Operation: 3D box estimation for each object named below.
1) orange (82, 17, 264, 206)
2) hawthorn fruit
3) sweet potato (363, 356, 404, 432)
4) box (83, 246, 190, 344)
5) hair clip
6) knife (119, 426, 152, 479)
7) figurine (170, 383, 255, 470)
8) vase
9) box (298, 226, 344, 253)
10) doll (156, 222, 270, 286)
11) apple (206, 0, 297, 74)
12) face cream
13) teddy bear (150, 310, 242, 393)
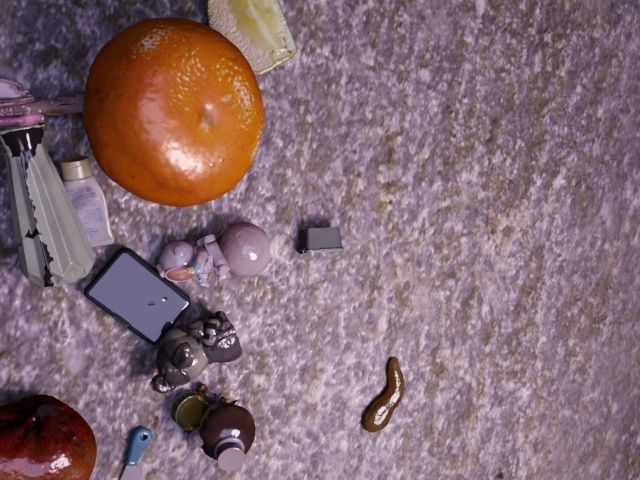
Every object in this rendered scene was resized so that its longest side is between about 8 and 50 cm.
[{"bbox_3d":[-0.337,-0.289,1.486,0.424,0.326,0.423,-7,102,-34],"label":"orange"},{"bbox_3d":[-0.675,0.504,1.474,0.295,0.295,0.311,38,104,-20],"label":"hawthorn fruit"},{"bbox_3d":[0.199,0.465,1.914,0.081,0.062,0.233,29,81,-20],"label":"sweet potato"},{"bbox_3d":[-0.457,0.141,1.633,0.230,0.050,0.160,42,79,-20],"label":"box"},{"bbox_3d":[-0.669,-0.299,1.500,0.300,0.069,0.173,-9,97,-10],"label":"hair clip"},{"bbox_3d":[-0.491,0.600,1.676,0.058,0.032,0.244,17,93,-30],"label":"knife"},{"bbox_3d":[-0.258,0.470,1.626,0.158,0.275,0.161,17,86,-38],"label":"figurine"},{"bbox_3d":[-0.633,-0.078,1.464,0.165,0.165,0.360,-17,107,-19],"label":"vase"},{"bbox_3d":[0.000,0.000,1.784,0.122,0.084,0.069,-3,89,-22],"label":"box"},{"bbox_3d":[-0.276,0.037,1.655,0.287,0.151,0.151,-9,98,-14],"label":"doll"},{"bbox_3d":[-0.188,-0.550,1.644,0.193,0.120,0.265,-24,100,-4],"label":"apple"},{"bbox_3d":[-0.579,-0.088,1.568,0.114,0.070,0.224,-11,111,-17],"label":"face cream"},{"bbox_3d":[-0.314,0.262,1.612,0.251,0.171,0.144,-21,71,-32],"label":"teddy bear"}]
